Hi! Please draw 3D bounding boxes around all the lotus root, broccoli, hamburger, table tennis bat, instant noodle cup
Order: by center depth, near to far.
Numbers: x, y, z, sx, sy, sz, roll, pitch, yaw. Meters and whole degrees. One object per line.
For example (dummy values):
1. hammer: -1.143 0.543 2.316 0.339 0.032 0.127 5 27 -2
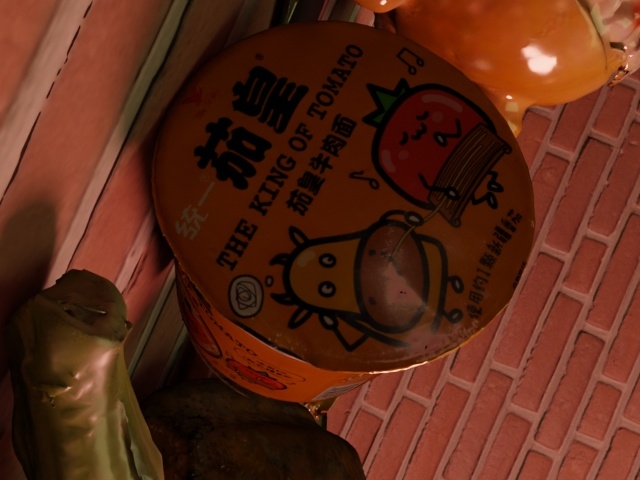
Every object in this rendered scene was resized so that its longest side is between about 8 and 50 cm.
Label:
1. broccoli: -0.124 0.155 0.481 0.145 0.165 0.304 -16 123 -39
2. instant noodle cup: 0.000 0.000 0.584 0.215 0.216 0.172 -62 180 -27
3. table tennis bat: -0.013 -0.170 0.645 0.158 0.014 0.095 -7 122 -83
4. hamburger: 0.146 -0.214 0.723 0.237 0.276 0.276 -46 173 3
5. lotus root: -0.062 0.200 0.742 0.160 0.152 0.275 -46 147 7

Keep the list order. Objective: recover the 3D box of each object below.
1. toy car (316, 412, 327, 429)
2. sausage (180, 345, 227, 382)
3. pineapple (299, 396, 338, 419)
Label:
1. toy car: -0.059 0.212 1.055 0.136 0.125 0.305 -49 -155 34
2. sausage: -0.127 0.211 0.864 0.053 0.053 0.347 -52 163 -63
3. pineapple: -0.009 0.050 1.018 0.161 0.158 0.334 -5 -133 53
